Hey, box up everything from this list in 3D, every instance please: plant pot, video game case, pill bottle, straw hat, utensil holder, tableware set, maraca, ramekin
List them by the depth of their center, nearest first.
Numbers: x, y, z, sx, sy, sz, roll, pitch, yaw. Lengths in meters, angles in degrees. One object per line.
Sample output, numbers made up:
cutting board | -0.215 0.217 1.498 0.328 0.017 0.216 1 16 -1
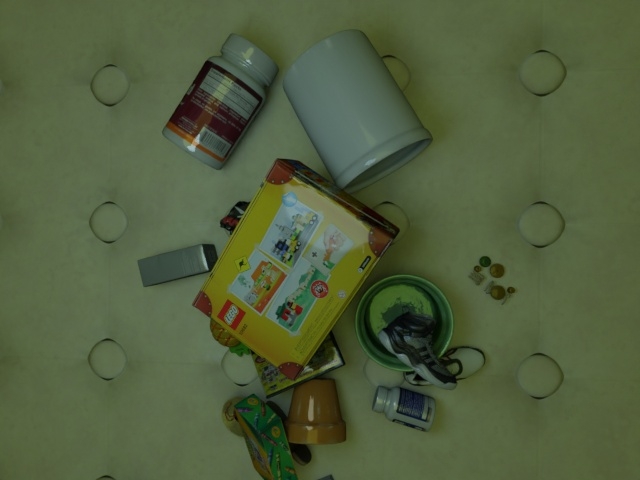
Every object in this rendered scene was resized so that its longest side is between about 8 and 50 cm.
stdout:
utensil holder | 0.103 -0.383 1.346 0.328 0.327 0.385 -31 85 5
ramekin | 0.263 0.253 1.414 0.304 0.148 0.303 0 90 6
video game case | -0.092 0.339 1.419 0.275 0.035 0.248 -25 72 5
plant pot | -0.018 0.549 1.432 0.205 0.205 0.187 -1 74 6
pill bottle | 0.270 0.543 1.432 0.187 0.112 0.111 16 92 5
pill bottle | -0.321 -0.451 1.437 0.224 0.224 0.392 34 93 5
tableware set | 0.573 0.129 1.448 0.154 0.024 0.104 40 90 6
maraca | -0.308 0.319 1.499 0.127 0.099 0.185 -22 104 39
straw hat | -0.263 0.597 1.512 0.145 0.061 0.144 -2 85 21

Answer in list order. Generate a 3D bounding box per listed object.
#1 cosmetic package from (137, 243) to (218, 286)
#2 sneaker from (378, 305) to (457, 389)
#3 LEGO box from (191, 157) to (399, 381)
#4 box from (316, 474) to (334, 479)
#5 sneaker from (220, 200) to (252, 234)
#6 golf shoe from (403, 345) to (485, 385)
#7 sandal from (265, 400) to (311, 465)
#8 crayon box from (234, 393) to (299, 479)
cosmetic package | -0.483 0.084 1.503 0.238 0.127 0.107 -17 88 7
sneaker | 0.314 0.309 1.282 0.269 0.101 0.153 36 96 7
LEGO box | -0.072 0.079 1.253 0.373 0.193 0.500 35 105 8
box | -0.017 0.909 1.499 0.186 0.038 0.145 -26 87 4
sneaker | -0.206 -0.063 1.458 0.276 0.097 0.135 17 72 32
golf shoe | 0.407 0.421 1.416 0.273 0.120 0.105 -16 87 4
sandal | -0.135 0.669 1.489 0.240 0.088 0.079 49 118 11
crayon box | -0.171 0.647 1.389 0.081 0.165 0.278 -26 115 -31
